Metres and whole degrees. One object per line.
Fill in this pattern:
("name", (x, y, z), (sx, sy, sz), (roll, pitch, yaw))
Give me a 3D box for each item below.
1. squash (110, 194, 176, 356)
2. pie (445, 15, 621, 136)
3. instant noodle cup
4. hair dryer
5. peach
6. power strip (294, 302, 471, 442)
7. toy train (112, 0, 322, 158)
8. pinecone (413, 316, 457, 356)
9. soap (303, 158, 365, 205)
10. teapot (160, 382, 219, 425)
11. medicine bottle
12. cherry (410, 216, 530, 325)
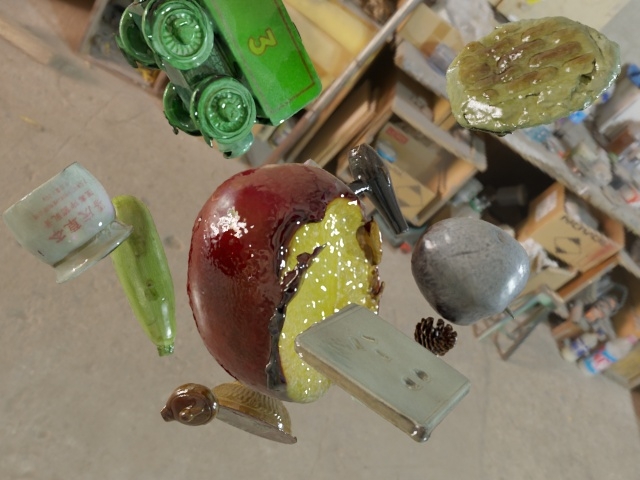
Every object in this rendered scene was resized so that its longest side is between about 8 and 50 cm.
("squash", (-0.387, 0.075, 1.473), (0.118, 0.118, 0.370), (-13, 83, -49))
("pie", (0.352, -0.292, 1.161), (0.306, 0.306, 0.071), (-90, 154, -46))
("instant noodle cup", (-0.170, 0.409, 1.644), (0.274, 0.274, 0.090), (30, 63, -17))
("hair dryer", (0.101, -0.106, 1.974), (0.359, 0.120, 0.303), (-31, 100, -41))
("peach", (-0.059, 0.084, 1.223), (0.339, 0.353, 0.416), (2, 64, -49))
("power strip", (0.077, 0.181, 0.894), (0.213, 0.064, 0.198), (33, 24, 23))
("toy train", (-0.122, -0.231, 0.814), (0.188, 0.132, 0.243), (-41, 120, -19))
("pinecone", (0.267, 0.230, 1.566), (0.102, 0.102, 0.109), (31, -6, -16))
("soap", (-0.014, -0.047, 1.497), (0.182, 0.138, 0.199), (39, 32, -17))
("teapot", (-0.277, 0.355, 1.412), (0.098, 0.129, 0.078), (68, 23, -17))
("medicine bottle", (-0.382, -0.025, 1.021), (0.143, 0.147, 0.147), (54, 33, -15))
("cherry", (0.352, 0.074, 1.570), (0.296, 0.255, 0.218), (42, 39, -10))
